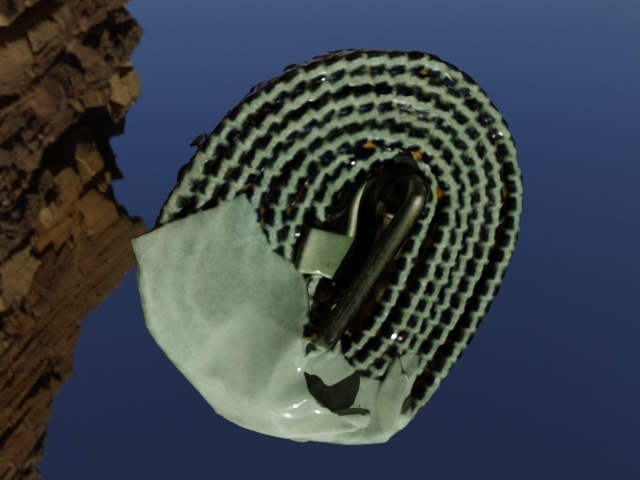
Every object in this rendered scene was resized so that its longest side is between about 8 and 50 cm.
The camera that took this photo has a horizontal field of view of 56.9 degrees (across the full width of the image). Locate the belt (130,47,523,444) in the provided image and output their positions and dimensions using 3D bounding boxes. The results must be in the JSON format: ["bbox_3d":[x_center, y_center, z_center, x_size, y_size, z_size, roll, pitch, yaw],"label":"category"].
[{"bbox_3d":[0.000,0.000,0.389,0.207,0.257,0.150,31,-174,-14],"label":"belt"}]
